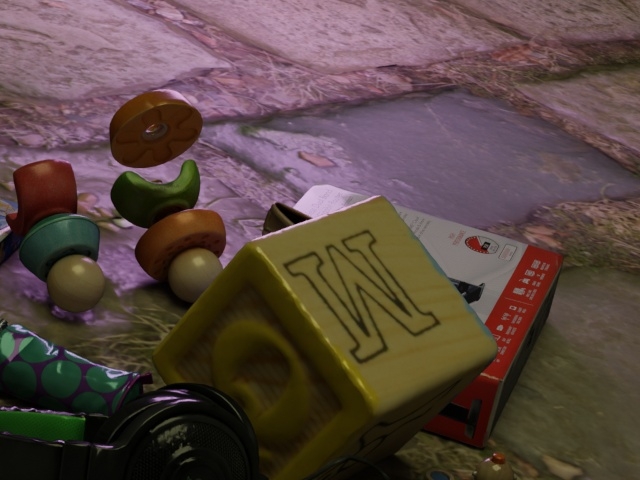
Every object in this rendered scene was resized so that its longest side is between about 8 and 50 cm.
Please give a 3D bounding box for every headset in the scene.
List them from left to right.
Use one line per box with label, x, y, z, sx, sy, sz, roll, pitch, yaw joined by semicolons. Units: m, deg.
headset;-0.118;0.213;1.488;0.394;0.185;0.243;7;0;-3

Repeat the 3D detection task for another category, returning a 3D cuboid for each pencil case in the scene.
pencil case;-0.238;0.127;1.714;0.151;0.064;0.070;21;51;18

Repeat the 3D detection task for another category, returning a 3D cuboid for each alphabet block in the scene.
alphabet block;0.005;0.103;1.662;0.197;0.192;0.193;-20;66;-50

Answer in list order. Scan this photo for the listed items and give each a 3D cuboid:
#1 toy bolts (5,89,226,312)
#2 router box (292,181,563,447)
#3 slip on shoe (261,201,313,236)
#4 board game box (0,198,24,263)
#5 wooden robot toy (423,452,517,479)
toy bolts;-0.201;-0.022;1.911;0.228;0.218;0.158;-14;58;-20
router box;0.077;0.069;1.955;0.301;0.082;0.335;17;26;11
slip on shoe;0.000;0.000;1.917;0.135;0.041;0.051;26;29;28
board game box;-0.403;-0.002;1.948;0.136;0.035;0.201;16;25;8
wooden robot toy;0.144;0.221;1.668;0.173;0.079;0.076;9;25;-8
